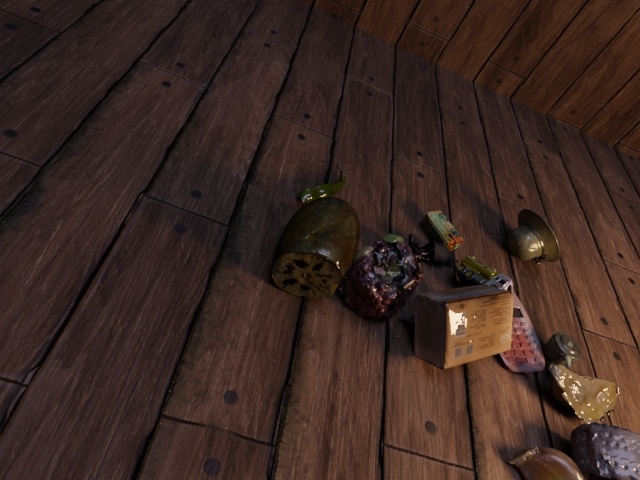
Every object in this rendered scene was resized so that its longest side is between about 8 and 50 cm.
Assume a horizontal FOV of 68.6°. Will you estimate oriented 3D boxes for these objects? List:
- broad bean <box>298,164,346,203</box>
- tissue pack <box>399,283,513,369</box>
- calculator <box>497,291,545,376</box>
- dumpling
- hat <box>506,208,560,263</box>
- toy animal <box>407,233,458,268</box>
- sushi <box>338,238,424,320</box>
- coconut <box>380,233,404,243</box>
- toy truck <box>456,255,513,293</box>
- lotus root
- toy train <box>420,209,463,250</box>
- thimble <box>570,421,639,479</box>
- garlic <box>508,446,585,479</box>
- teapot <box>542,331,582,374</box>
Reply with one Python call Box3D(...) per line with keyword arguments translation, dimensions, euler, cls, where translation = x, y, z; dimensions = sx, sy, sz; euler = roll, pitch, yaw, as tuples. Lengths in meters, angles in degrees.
Box3D(translation=(0.013, -0.199, 1.782), dimensions=(0.098, 0.056, 0.318), euler=(33, 39, 11), cls="broad bean")
Box3D(translation=(0.436, 0.260, 1.518), dimensions=(0.306, 0.238, 0.238), euler=(-4, 54, -31), cls="tissue pack")
Box3D(translation=(0.678, 0.328, 1.674), dimensions=(0.220, 0.048, 0.329), euler=(8, 51, -24), cls="calculator")
Box3D(translation=(0.868, 0.523, 1.569), dimensions=(0.332, 0.086, 0.165), euler=(21, 72, -20), cls="dumpling")
Box3D(translation=(0.864, 0.006, 1.975), dimensions=(0.130, 0.257, 0.257), euler=(-27, 62, -2), cls="hat")
Box3D(translation=(0.436, 0.030, 1.757), dimensions=(0.210, 0.117, 0.121), euler=(1, 45, -24), cls="toy animal")
Box3D(translation=(0.193, 0.116, 1.512), dimensions=(0.236, 0.170, 0.270), euler=(46, 48, 14), cls="sushi")
Box3D(translation=(0.263, 0.020, 1.698), dimensions=(0.088, 0.087, 0.096), euler=(-19, 33, -38), cls="coconut")
Box3D(translation=(0.584, 0.141, 1.685), dimensions=(0.114, 0.098, 0.227), euler=(-32, 39, -16), cls="toy truck")
Box3D(translation=(0.000, 0.000, 1.479), dimensions=(0.251, 0.250, 0.346), euler=(29, 41, -2), cls="lotus root")
Box3D(translation=(0.478, -0.040, 1.873), dimensions=(0.099, 0.072, 0.188), euler=(-17, 62, -31), cls="toy train")
Box3D(translation=(0.857, 0.654, 1.363), dimensions=(0.236, 0.205, 0.172), euler=(36, 44, -8), cls="thimble")
Box3D(translation=(0.677, 0.702, 1.313), dimensions=(0.128, 0.148, 0.266), euler=(34, 22, -55), cls="garlic")
Box3D(translation=(0.847, 0.408, 1.647), dimensions=(0.111, 0.108, 0.149), euler=(13, 42, -20), cls="teapot")
